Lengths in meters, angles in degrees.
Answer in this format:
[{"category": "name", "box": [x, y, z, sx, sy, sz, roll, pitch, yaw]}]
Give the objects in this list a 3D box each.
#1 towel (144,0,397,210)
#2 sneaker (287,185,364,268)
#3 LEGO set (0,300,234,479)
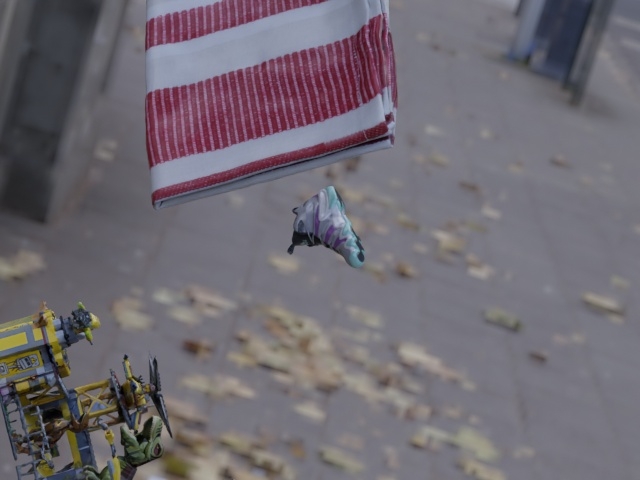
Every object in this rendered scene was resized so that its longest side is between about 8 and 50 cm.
[{"category": "towel", "box": [-0.052, -0.198, 1.766, 0.237, 0.329, 0.037, -15, -33, 19]}, {"category": "sneaker", "box": [0.000, 0.000, 1.912, 0.038, 0.069, 0.098, 53, 11, -49]}, {"category": "LEGO set", "box": [-0.171, 0.206, 1.818, 0.192, 0.255, 0.331, -17, 55, -4]}]
